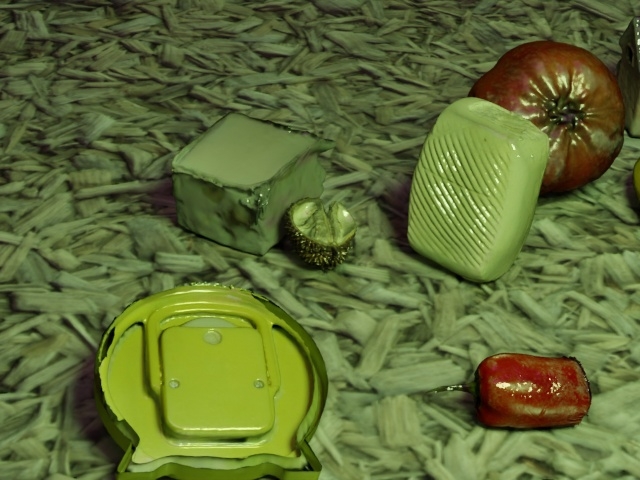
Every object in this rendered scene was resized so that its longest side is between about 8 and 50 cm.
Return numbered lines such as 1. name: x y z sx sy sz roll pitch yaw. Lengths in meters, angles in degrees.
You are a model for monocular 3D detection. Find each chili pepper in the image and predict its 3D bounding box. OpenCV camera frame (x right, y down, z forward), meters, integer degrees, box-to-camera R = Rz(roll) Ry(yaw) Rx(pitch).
1. chili pepper: 0.218 0.177 1.328 0.192 0.084 0.086 0 20 -6

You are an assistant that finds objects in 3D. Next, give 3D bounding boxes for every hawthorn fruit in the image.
1. hawthorn fruit: 0.327 -0.174 1.709 0.242 0.241 0.272 -10 -2 -12

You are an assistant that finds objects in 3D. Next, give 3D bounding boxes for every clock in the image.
1. clock: -0.132 0.177 1.342 0.277 0.071 0.293 7 44 -8

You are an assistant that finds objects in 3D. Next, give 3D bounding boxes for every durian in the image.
1. durian: 0.002 0.001 1.578 0.110 0.071 0.140 0 35 -18

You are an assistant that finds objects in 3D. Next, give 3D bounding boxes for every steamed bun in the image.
1. steamed bun: 0.227 -0.072 1.548 0.170 0.238 0.153 29 33 31

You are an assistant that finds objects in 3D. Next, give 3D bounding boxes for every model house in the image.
1. model house: 0.613 -0.317 1.855 0.237 0.237 0.202 -1 38 1

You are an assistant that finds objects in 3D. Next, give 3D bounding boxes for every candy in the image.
1. candy: -0.102 -0.086 1.641 0.185 0.137 0.195 18 43 25

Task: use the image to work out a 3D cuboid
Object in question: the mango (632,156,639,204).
1. mango: 0.565 -0.051 1.599 0.176 0.119 0.317 -28 40 -19
